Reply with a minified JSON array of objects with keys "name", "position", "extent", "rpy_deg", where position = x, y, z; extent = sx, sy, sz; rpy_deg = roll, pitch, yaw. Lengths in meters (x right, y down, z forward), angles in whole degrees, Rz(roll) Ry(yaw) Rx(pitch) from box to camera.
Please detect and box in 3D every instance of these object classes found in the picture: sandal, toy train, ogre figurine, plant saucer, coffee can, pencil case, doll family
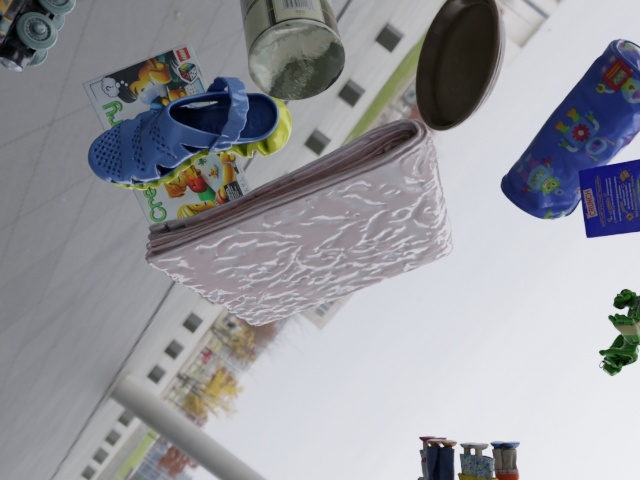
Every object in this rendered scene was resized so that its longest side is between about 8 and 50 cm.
[{"name":"sandal","position":[-0.209,-0.171,0.985],"extent":[0.317,0.126,0.138],"rpy_deg":[-18,165,5]},{"name":"toy train","position":[-0.597,-0.506,1.315],"extent":[0.142,0.190,0.334],"rpy_deg":[-11,-124,56]},{"name":"ogre figurine","position":[0.529,0.138,1.088],"extent":[0.096,0.197,0.118],"rpy_deg":[17,-133,42]},{"name":"plant saucer","position":[0.272,-0.349,1.275],"extent":[0.278,0.041,0.278],"rpy_deg":[-174,-90,-67]},{"name":"coffee can","position":[-0.068,-0.466,1.389],"extent":[0.201,0.201,0.276],"rpy_deg":[-51,-141,45]},{"name":"pencil case","position":[0.419,-0.161,1.027],"extent":[0.119,0.133,0.306],"rpy_deg":[-24,154,-45]},{"name":"doll family","position":[0.243,0.444,1.169],"extent":[0.262,0.118,0.163],"rpy_deg":[-14,-107,48]}]

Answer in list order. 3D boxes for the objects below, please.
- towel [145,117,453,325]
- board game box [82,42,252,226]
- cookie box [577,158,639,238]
[{"name":"towel","position":[0.000,0.000,0.790],"extent":[0.316,0.054,0.332],"rpy_deg":[-21,157,8]},{"name":"board game box","position":[-0.259,-0.166,1.149],"extent":[0.192,0.306,0.053],"rpy_deg":[-26,-161,-12]},{"name":"cookie box","position":[0.386,-0.053,0.817],"extent":[0.107,0.092,0.040],"rpy_deg":[-9,171,34]}]
